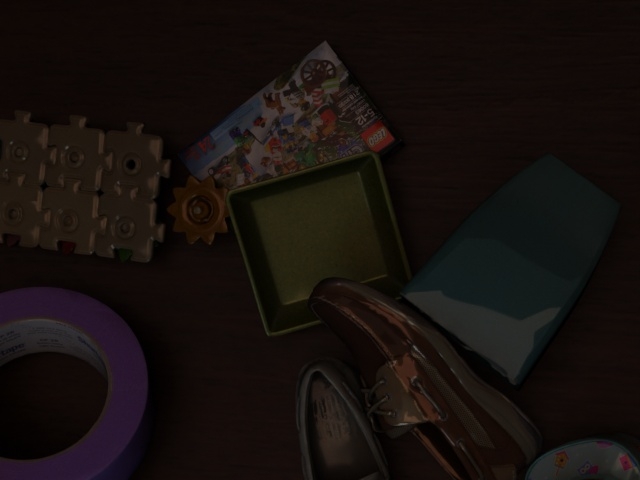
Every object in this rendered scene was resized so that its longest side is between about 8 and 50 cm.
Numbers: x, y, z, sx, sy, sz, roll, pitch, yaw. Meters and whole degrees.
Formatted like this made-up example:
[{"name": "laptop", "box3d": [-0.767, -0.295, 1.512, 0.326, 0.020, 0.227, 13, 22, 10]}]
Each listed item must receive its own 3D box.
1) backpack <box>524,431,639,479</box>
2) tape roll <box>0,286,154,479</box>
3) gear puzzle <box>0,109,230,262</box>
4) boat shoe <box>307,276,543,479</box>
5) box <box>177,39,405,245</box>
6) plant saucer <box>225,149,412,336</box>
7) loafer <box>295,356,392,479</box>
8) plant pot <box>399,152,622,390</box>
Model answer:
[{"name": "backpack", "box3d": [0.313, 0.311, 1.590, 0.166, 0.144, 0.188, -24, 71, 30]}, {"name": "tape roll", "box3d": [-0.339, 0.194, 1.694, 0.275, 0.090, 0.274, 1, 59, -1]}, {"name": "gear puzzle", "box3d": [-0.259, -0.063, 1.769, 0.339, 0.044, 0.175, 7, 94, 19]}, {"name": "boat shoe", "box3d": [0.106, 0.171, 1.623, 0.324, 0.123, 0.116, 41, 71, 2]}, {"name": "box", "box3d": [-0.036, -0.112, 1.747, 0.233, 0.044, 0.159, -38, 79, 6]}, {"name": "plant saucer", "box3d": [0.000, 0.000, 1.700, 0.188, 0.045, 0.188, -16, 104, 1]}, {"name": "loafer", "box3d": [0.032, 0.295, 1.664, 0.112, 0.111, 0.319, -18, 82, 9]}, {"name": "plant pot", "box3d": [0.231, 0.027, 1.629, 0.165, 0.166, 0.234, 37, 88, 11]}]
